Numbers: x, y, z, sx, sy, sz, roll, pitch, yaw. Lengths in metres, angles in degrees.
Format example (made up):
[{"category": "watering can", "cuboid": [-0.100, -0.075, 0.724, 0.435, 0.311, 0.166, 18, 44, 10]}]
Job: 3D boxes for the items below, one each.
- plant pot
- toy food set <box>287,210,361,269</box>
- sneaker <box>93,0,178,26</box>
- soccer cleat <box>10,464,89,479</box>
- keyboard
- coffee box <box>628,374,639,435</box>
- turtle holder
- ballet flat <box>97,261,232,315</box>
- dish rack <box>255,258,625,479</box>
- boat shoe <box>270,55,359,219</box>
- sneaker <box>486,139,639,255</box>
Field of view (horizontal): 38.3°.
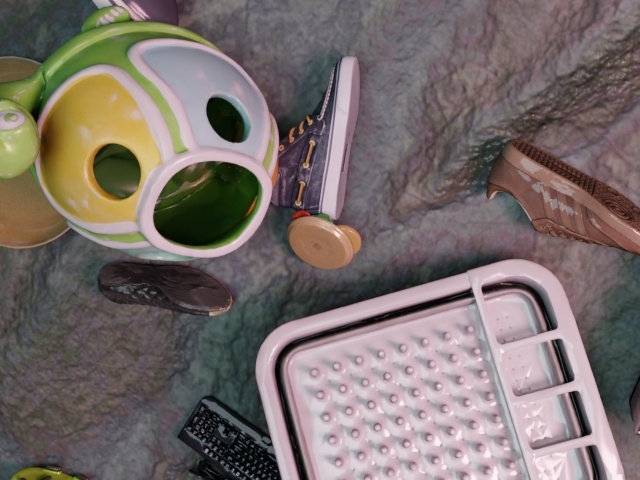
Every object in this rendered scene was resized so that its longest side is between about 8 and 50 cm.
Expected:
[{"category": "plant pot", "cuboid": [-0.375, -0.109, 1.148, 0.237, 0.032, 0.236, 2, 98, 15]}, {"category": "toy food set", "cuboid": [0.000, 0.000, 1.040, 0.083, 0.020, 0.083, 32, 141, -4]}, {"category": "sneaker", "cuboid": [-0.228, -0.372, 1.019, 0.128, 0.126, 0.321, -31, 88, 21]}, {"category": "soccer cleat", "cuboid": [-0.280, 0.390, 1.160, 0.289, 0.093, 0.121, 29, 111, 11]}, {"category": "keyboard", "cuboid": [-0.091, 0.281, 1.117, 0.192, 0.038, 0.100, 34, 106, 10]}, {"category": "coffee box", "cuboid": [0.436, 0.074, 0.890, 0.168, 0.119, 0.297, 22, 103, 11]}, {"category": "turtle holder", "cuboid": [-0.180, -0.105, 0.931, 0.243, 0.320, 0.227, -45, 47, 2]}, {"category": "ballet flat", "cuboid": [-0.187, 0.060, 1.117, 0.173, 0.049, 0.057, 11, 58, 13]}, {"category": "dish rack", "cuboid": [0.119, 0.191, 0.966, 0.333, 0.072, 0.285, -15, 80, -1]}, {"category": "boat shoe", "cuboid": [-0.008, -0.116, 1.020, 0.083, 0.065, 0.183, 11, 103, 10]}, {"category": "sneaker", "cuboid": [0.262, -0.031, 0.965, 0.188, 0.066, 0.071, 36, 123, 14]}]
